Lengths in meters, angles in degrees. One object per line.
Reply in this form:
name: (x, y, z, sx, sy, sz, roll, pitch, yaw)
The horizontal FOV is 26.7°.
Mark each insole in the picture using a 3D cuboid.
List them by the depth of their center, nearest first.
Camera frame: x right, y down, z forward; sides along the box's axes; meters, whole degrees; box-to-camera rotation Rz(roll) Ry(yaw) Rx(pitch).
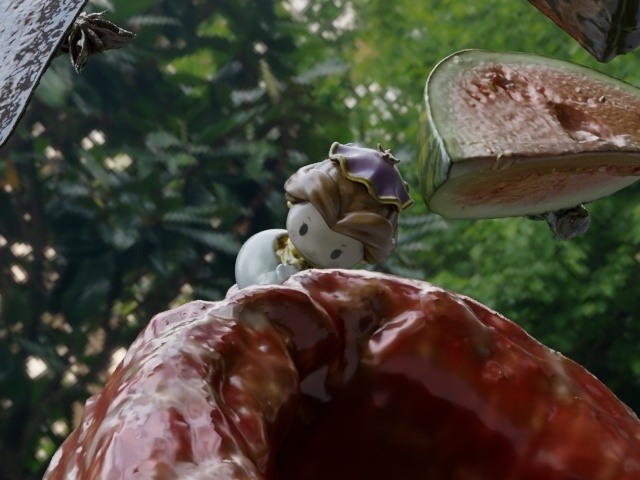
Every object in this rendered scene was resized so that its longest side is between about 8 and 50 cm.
insole: (-0.255, -0.185, 1.175, 0.007, 0.111, 0.328, 55, -140, -44)

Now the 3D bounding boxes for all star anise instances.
star anise: (-0.328, -0.277, 1.797, 0.124, 0.129, 0.056, -41, -30, -36)

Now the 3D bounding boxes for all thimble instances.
thimble: (0.026, 0.193, 0.563, 0.350, 0.350, 0.231, -15, -39, -54)

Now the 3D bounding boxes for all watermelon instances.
watermelon: (0.173, -0.066, 1.122, 0.303, 0.159, 0.128, -3, -53, -34)

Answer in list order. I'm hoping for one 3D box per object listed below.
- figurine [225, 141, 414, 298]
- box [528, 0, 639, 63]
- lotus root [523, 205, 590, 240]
figurine: (0.000, 0.000, 1.528, 0.263, 0.142, 0.189, -52, 4, 30)
box: (0.140, -0.333, 0.874, 0.264, 0.415, 0.116, -37, -24, -17)
lotus root: (0.191, -0.079, 1.291, 0.088, 0.192, 0.113, -35, -24, -5)
